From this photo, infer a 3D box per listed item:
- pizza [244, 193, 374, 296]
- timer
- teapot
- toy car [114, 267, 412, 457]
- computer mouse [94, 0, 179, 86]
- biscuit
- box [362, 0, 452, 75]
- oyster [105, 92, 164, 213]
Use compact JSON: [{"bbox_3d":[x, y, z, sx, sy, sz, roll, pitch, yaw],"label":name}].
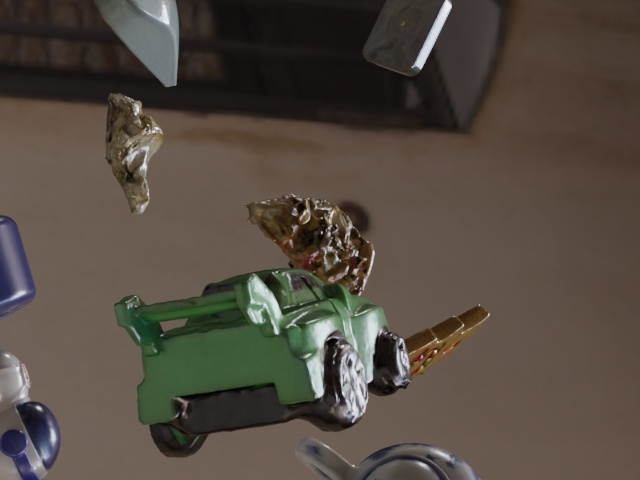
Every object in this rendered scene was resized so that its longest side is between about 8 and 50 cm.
[{"bbox_3d":[0.000,0.000,2.274,0.069,0.147,0.226,-14,-65,51],"label":"pizza"},{"bbox_3d":[-0.496,0.183,2.270,0.383,0.270,0.270,64,-25,2],"label":"timer"},{"bbox_3d":[0.134,0.424,2.376,0.424,0.252,0.280,31,-16,25],"label":"teapot"},{"bbox_3d":[-0.054,0.110,1.582,0.359,0.213,0.176,-18,96,-68],"label":"toy car"},{"bbox_3d":[-0.200,-0.267,1.776,0.231,0.079,0.128,53,14,-71],"label":"computer mouse"},{"bbox_3d":[0.148,0.172,2.339,0.212,0.239,0.041,-37,-104,24],"label":"biscuit"},{"bbox_3d":[0.118,-0.285,2.091,0.091,0.031,0.126,23,-93,36],"label":"box"},{"bbox_3d":[-0.250,-0.120,2.125,0.163,0.081,0.191,89,-3,-72],"label":"oyster"}]
